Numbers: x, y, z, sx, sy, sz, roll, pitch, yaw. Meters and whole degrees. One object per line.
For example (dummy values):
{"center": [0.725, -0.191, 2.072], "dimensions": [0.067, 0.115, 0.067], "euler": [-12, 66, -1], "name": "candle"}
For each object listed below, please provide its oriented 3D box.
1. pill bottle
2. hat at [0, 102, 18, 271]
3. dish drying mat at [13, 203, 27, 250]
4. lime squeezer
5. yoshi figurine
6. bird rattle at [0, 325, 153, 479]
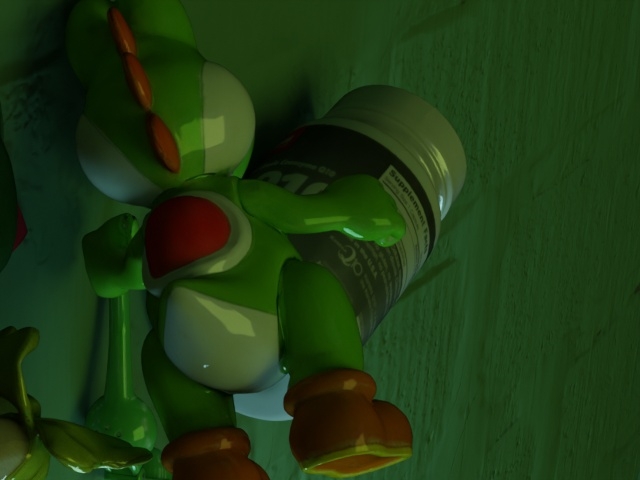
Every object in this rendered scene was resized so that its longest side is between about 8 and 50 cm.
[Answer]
{"center": [0.000, 0.000, 1.284], "dimensions": [0.283, 0.161, 0.161], "euler": [-51, 145, -41], "name": "pill bottle"}
{"center": [-0.167, -0.006, 0.808], "dimensions": [0.208, 0.184, 0.173], "euler": [-53, 146, -36], "name": "hat"}
{"center": [-0.213, -0.025, 1.021], "dimensions": [0.032, 0.008, 0.083], "euler": [-56, 148, -36], "name": "dish drying mat"}
{"center": [-0.144, 0.150, 1.220], "dimensions": [0.110, 0.059, 0.310], "euler": [-92, 172, -47], "name": "lime squeezer"}
{"center": [-0.067, 0.001, 1.045], "dimensions": [0.204, 0.203, 0.362], "euler": [-11, 72, -33], "name": "yoshi figurine"}
{"center": [-0.230, 0.166, 0.945], "dimensions": [0.207, 0.143, 0.253], "euler": [-60, 167, 28], "name": "bird rattle"}
